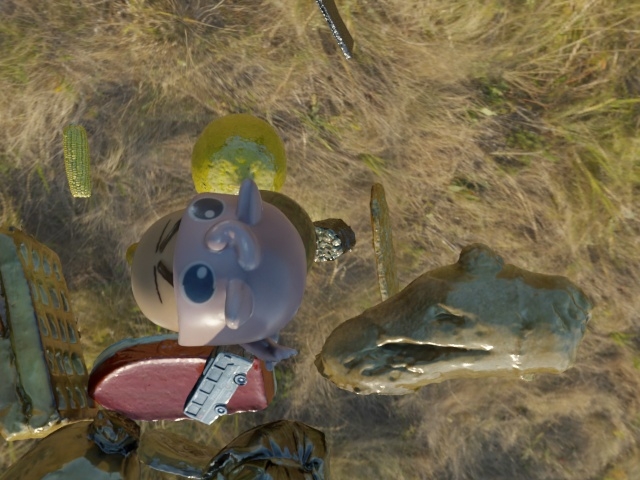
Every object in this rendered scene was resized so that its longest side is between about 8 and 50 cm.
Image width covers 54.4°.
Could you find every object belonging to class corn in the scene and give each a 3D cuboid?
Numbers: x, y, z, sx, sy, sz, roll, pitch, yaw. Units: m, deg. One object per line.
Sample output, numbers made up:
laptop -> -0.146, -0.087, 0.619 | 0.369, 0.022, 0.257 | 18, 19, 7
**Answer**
corn -> -0.661, -0.218, 1.695 | 0.067, 0.067, 0.206 | -6, 93, -10

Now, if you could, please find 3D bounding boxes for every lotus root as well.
lotus root -> -0.288, 0.298, 0.661 | 0.154, 0.140, 0.257 | 32, 89, 11

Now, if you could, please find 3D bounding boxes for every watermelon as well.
watermelon -> -0.109, 0.011, 1.133 | 0.212, 0.212, 0.212 | -4, 110, -11

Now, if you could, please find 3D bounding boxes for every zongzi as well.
zongzi -> -0.093, 0.273, 0.668 | 0.134, 0.288, 0.286 | 7, 108, -21

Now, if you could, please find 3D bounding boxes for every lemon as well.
lemon -> -0.258, -0.242, 1.984 | 0.336, 0.336, 0.336 | -4, 110, -11

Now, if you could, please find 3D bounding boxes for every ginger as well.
ginger -> 0.157, 0.115, 0.789 | 0.354, 0.126, 0.190 | -20, 105, 16

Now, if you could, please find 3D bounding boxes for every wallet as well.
wallet -> 0.036, -0.646, 1.783 | 0.025, 0.124, 0.244 | -16, 129, 24

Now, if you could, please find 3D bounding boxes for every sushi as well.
sushi -> 0.000, 0.000, 1.386 | 0.078, 0.150, 0.090 | -32, 112, -46

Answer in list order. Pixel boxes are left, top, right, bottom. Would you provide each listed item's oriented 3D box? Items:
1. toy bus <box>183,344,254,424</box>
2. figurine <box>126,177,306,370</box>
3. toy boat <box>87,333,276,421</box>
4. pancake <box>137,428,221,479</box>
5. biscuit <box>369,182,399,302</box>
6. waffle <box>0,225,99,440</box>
toy bus -> -0.154, 0.214, 0.950 | 0.065, 0.047, 0.166 | 25, 122, -12
figurine -> -0.112, 0.051, 0.663 | 0.186, 0.287, 0.176 | -1, 79, -6
toy boat -> -0.244, 0.222, 1.087 | 0.332, 0.133, 0.145 | -4, 110, 4
pancake -> -0.250, 0.446, 1.278 | 0.294, 0.294, 0.049 | 22, 78, -19
biscuit -> 0.108, 0.024, 1.036 | 0.029, 0.118, 0.247 | -5, 117, 11
waffle -> -0.468, 0.155, 1.020 | 0.098, 0.224, 0.327 | -18, 77, -9
